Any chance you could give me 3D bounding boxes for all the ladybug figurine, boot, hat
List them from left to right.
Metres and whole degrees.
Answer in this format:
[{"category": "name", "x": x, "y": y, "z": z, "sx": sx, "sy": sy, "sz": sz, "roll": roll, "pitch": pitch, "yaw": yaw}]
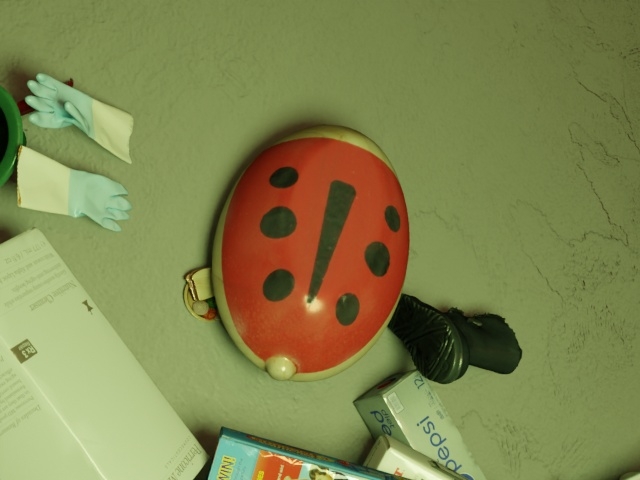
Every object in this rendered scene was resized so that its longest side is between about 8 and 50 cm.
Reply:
[{"category": "hat", "x": -0.450, "y": -0.132, "z": 1.361, "sx": 0.208, "sy": 0.183, "sz": 0.173, "roll": -25, "pitch": 81, "yaw": 8}, {"category": "ladybug figurine", "x": 0.000, "y": 0.000, "z": 1.449, "sx": 0.305, "sy": 0.162, "sz": 0.449, "roll": 18, "pitch": 59, "yaw": -10}, {"category": "boot", "x": 0.239, "y": 0.168, "z": 1.531, "sx": 0.207, "sy": 0.246, "sz": 0.094, "roll": 16, "pitch": 101, "yaw": -21}]

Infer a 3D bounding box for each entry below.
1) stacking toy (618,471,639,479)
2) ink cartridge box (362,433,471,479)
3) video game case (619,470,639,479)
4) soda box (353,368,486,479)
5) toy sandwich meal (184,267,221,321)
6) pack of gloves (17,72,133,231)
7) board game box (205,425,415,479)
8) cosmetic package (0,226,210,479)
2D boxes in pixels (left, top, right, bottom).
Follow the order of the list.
[{"category": "stacking toy", "x": 0.546, "y": 0.570, "z": 1.629, "sx": 0.141, "sy": 0.141, "sz": 0.330, "roll": 27, "pitch": 68, "yaw": -19}, {"category": "ink cartridge box", "x": 0.164, "y": 0.435, "z": 1.385, "sx": 0.273, "sy": 0.115, "sz": 0.198, "roll": 28, "pitch": 89, "yaw": 0}, {"category": "video game case", "x": 0.571, "y": 0.478, "z": 1.582, "sx": 0.227, "sy": 0.026, "sz": 0.206, "roll": -20, "pitch": 82, "yaw": -13}, {"category": "soda box", "x": 0.173, "y": 0.348, "z": 1.506, "sx": 0.091, "sy": 0.098, "sz": 0.286, "roll": -30, "pitch": 91, "yaw": -32}, {"category": "toy sandwich meal", "x": -0.166, "y": 0.080, "z": 1.444, "sx": 0.085, "sy": 0.029, "sz": 0.086, "roll": 9, "pitch": 71, "yaw": -26}, {"category": "pack of gloves", "x": -0.322, "y": -0.121, "z": 1.341, "sx": 0.232, "sy": 0.046, "sz": 0.195, "roll": 21, "pitch": 62, "yaw": -61}, {"category": "board game box", "x": -0.030, "y": 0.436, "z": 1.268, "sx": 0.302, "sy": 0.086, "sz": 0.308, "roll": 17, "pitch": 87, "yaw": -4}, {"category": "cosmetic package", "x": -0.333, "y": 0.199, "z": 1.191, "sx": 0.385, "sy": 0.156, "sz": 0.217, "roll": 52, "pitch": 19, "yaw": -5}]
